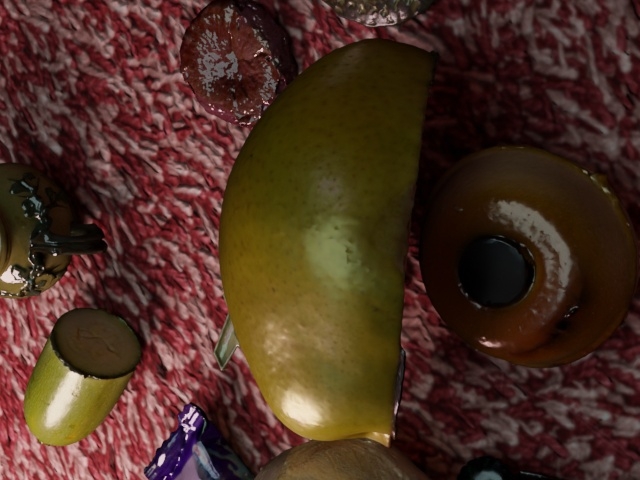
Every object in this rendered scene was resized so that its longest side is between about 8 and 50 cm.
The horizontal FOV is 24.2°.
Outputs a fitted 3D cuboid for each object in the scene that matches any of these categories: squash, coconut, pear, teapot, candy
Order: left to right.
[{"bbox_3d":[-0.395,-0.005,1.855,0.269,0.182,0.173,9,104,33],"label":"teapot"},{"bbox_3d":[-0.310,0.188,1.879,0.123,0.123,0.186,43,124,21],"label":"squash"},{"bbox_3d":[-0.105,0.334,1.792,0.275,0.070,0.145,49,130,12],"label":"candy"},{"bbox_3d":[0.000,0.000,1.450,0.191,0.340,0.386,7,73,3],"label":"pear"},{"bbox_3d":[0.018,0.326,1.590,0.247,0.245,0.245,33,117,24],"label":"coconut"}]

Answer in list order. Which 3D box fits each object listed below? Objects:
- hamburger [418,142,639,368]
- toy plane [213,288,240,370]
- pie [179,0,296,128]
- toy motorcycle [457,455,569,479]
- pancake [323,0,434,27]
[{"bbox_3d":[0.202,0.016,1.458,0.237,0.147,0.236,9,109,27],"label":"hamburger"},{"bbox_3d":[-0.036,0.048,1.670,0.242,0.104,0.256,-27,90,22],"label":"toy plane"},{"bbox_3d":[-0.095,-0.201,1.688,0.154,0.038,0.153,8,106,32],"label":"pie"},{"bbox_3d":[0.231,0.297,1.533,0.213,0.082,0.122,9,104,35],"label":"toy motorcycle"},{"bbox_3d":[0.060,-0.317,1.564,0.199,0.021,0.199,8,104,34],"label":"pancake"}]
